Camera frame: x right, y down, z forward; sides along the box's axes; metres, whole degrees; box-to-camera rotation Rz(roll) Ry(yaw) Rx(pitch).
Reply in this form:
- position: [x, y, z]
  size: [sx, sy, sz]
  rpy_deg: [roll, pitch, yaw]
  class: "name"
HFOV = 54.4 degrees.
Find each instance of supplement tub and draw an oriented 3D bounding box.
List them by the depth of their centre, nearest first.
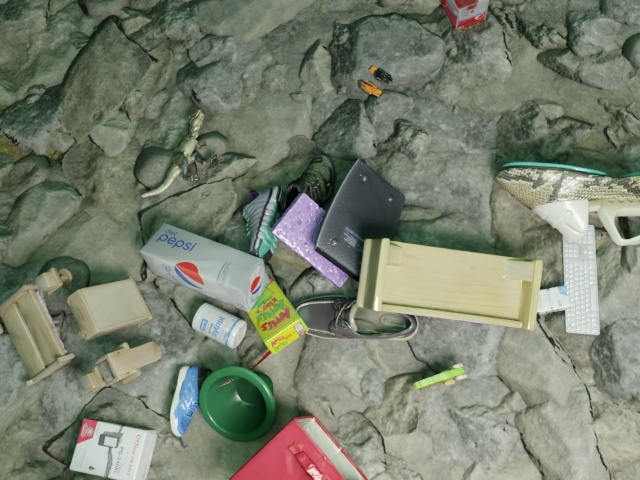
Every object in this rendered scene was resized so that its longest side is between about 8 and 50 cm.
- position: [-0.228, 0.193, 1.414]
  size: [0.107, 0.071, 0.071]
  rpy_deg: [23, 74, 14]
  class: "supplement tub"

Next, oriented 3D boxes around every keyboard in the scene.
- position: [0.581, 0.082, 1.392]
  size: [0.072, 0.014, 0.256]
  rpy_deg: [3, 71, 8]
  class: "keyboard"

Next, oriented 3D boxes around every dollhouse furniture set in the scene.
- position: [-0.578, 0.239, 1.456]
  size: [0.355, 0.174, 0.303]
  rpy_deg: [-33, 81, 25]
  class: "dollhouse furniture set"

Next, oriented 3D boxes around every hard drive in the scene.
- position: [0.087, -0.042, 1.418]
  size: [0.172, 0.054, 0.255]
  rpy_deg: [36, 60, -19]
  class: "hard drive"

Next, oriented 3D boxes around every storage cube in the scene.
- position: [-0.041, 0.478, 1.218]
  size: [0.193, 0.215, 0.183]
  rpy_deg: [-43, 72, -2]
  class: "storage cube"

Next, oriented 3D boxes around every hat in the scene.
- position: [-0.140, 0.318, 1.385]
  size: [0.208, 0.183, 0.173]
  rpy_deg: [-27, 95, 23]
  class: "hat"

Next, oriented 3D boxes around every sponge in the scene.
- position: [0.000, 0.000, 1.425]
  size: [0.210, 0.031, 0.117]
  rpy_deg: [40, 79, -16]
  class: "sponge"

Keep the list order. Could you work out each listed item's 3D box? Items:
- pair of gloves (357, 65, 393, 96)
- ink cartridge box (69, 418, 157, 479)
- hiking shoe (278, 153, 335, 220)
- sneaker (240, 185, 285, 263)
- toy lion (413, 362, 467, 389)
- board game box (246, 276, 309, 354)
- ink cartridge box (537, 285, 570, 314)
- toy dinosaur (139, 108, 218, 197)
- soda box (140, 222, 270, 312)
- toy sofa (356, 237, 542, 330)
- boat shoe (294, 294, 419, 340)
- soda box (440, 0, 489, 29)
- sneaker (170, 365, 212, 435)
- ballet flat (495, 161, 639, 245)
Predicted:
- position: [0.143, -0.414, 1.626]
  size: [0.074, 0.010, 0.083]
  rpy_deg: [35, 75, 18]
  class: "pair of gloves"
- position: [-0.445, 0.453, 1.347]
  size: [0.150, 0.063, 0.109]
  rpy_deg: [7, 71, 9]
  class: "ink cartridge box"
- position: [-0.028, -0.118, 1.481]
  size: [0.086, 0.114, 0.227]
  rpy_deg: [19, 73, 15]
  class: "hiking shoe"
- position: [-0.152, -0.033, 1.482]
  size: [0.098, 0.083, 0.224]
  rpy_deg: [1, 51, 18]
  class: "sneaker"
- position: [0.246, 0.292, 1.311]
  size: [0.096, 0.100, 0.034]
  rpy_deg: [-10, 70, -17]
  class: "toy lion"
- position: [-0.105, 0.162, 1.376]
  size: [0.092, 0.043, 0.181]
  rpy_deg: [-34, 35, -7]
  class: "board game box"
- position: [0.501, 0.133, 1.369]
  size: [0.083, 0.028, 0.048]
  rpy_deg: [-13, 67, 16]
  class: "ink cartridge box"
- position: [-0.338, -0.201, 1.580]
  size: [0.118, 0.064, 0.268]
  rpy_deg: [23, 76, 21]
  class: "toy dinosaur"
- position: [-0.264, 0.059, 1.422]
  size: [0.286, 0.091, 0.098]
  rpy_deg: [19, 55, 23]
  class: "soda box"
- position: [0.262, 0.090, 1.317]
  size: [0.362, 0.177, 0.150]
  rpy_deg: [8, 88, -10]
  class: "toy sofa"
- position: [0.074, 0.169, 1.375]
  size: [0.285, 0.092, 0.103]
  rpy_deg: [6, 76, 10]
  class: "boat shoe"
- position: [0.353, -0.699, 1.668]
  size: [0.092, 0.083, 0.263]
  rpy_deg: [-19, 68, -1]
  class: "soda box"
- position: [-0.274, 0.352, 1.367]
  size: [0.084, 0.058, 0.152]
  rpy_deg: [-1, 63, 15]
  class: "sneaker"
- position: [0.637, -0.080, 1.377]
  size: [0.483, 0.164, 0.182]
  rpy_deg: [2, 79, 3]
  class: "ballet flat"
